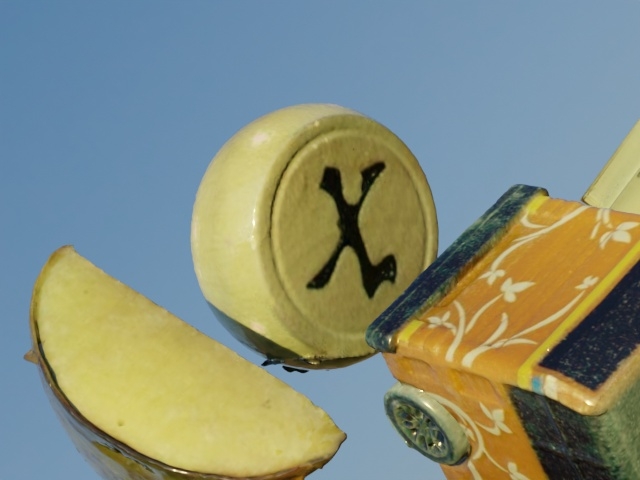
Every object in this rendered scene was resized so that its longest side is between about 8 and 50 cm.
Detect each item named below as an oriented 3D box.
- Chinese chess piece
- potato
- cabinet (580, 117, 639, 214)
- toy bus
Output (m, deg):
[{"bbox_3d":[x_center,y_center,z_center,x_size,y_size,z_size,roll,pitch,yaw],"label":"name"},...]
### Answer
[{"bbox_3d":[0.000,0.000,1.525,0.238,0.238,0.092,-26,15,-39],"label":"Chinese chess piece"},{"bbox_3d":[-0.108,0.164,1.359,0.112,0.269,0.255,-47,-24,-22],"label":"potato"},{"bbox_3d":[0.329,-0.036,1.304,0.150,0.206,0.145,-35,-19,-50],"label":"cabinet"},{"bbox_3d":[0.184,0.143,1.051,0.162,0.194,0.323,-43,-58,-27],"label":"toy bus"}]
